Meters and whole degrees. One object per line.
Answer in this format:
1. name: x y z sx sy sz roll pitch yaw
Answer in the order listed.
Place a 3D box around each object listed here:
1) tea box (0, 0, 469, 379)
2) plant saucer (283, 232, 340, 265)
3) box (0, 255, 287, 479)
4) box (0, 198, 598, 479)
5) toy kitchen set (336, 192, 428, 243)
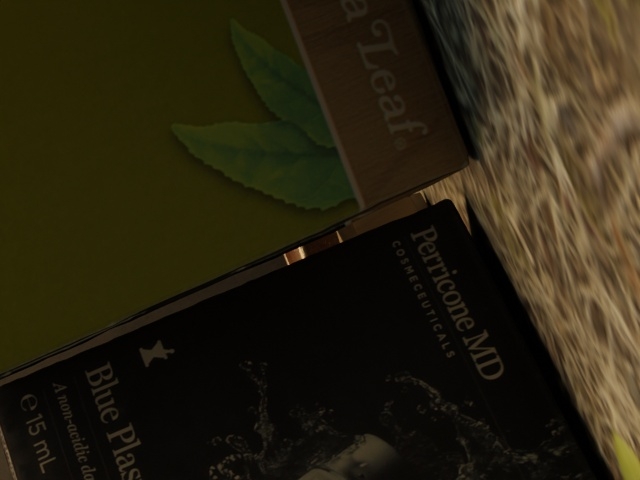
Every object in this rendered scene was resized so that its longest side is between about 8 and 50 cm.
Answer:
1. tea box: -0.173 -0.076 0.638 0.329 0.324 0.220 -150 37 -72
2. plant saucer: 0.000 0.000 1.005 0.198 0.036 0.198 157 90 -87
3. box: -0.139 0.104 1.668 0.472 0.297 0.479 84 164 -69
4. box: 0.003 0.095 0.576 0.093 0.158 0.156 72 174 -56
5. toy kitchen set: 0.025 0.046 0.673 0.075 0.068 0.083 72 174 -48
